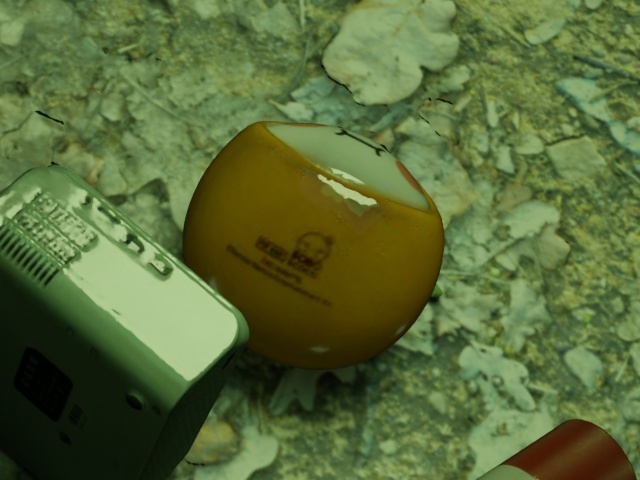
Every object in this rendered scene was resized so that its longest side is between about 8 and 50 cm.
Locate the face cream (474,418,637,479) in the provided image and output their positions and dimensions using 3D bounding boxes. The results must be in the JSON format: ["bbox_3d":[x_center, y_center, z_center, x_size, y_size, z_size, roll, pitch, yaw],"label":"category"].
[{"bbox_3d":[0.149,0.231,1.557,0.214,0.096,0.096,-29,72,-31],"label":"face cream"}]

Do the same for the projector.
[{"bbox_3d":[-0.180,0.084,1.444,0.198,0.250,0.108,40,57,7],"label":"projector"}]

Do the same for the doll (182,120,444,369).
[{"bbox_3d":[0.000,0.000,1.614,0.213,0.213,0.236,38,13,7],"label":"doll"}]
